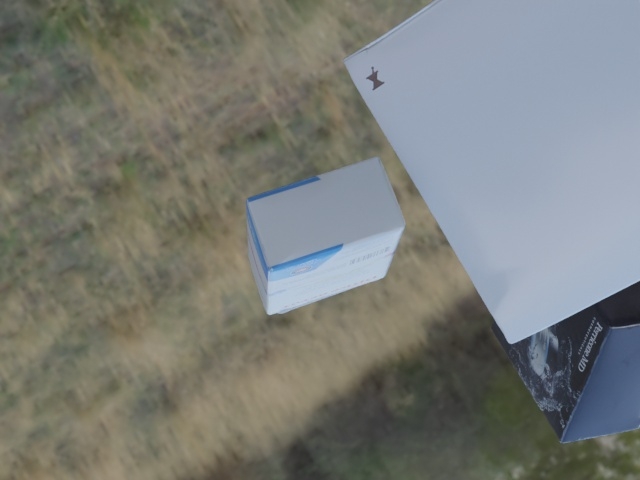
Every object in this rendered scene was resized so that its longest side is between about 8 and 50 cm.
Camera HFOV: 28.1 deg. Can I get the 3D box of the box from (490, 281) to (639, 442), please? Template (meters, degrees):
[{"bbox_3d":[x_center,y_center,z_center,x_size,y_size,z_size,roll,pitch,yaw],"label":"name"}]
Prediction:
[{"bbox_3d":[0.249,0.076,1.198,0.093,0.158,0.156,-7,133,-21],"label":"box"}]

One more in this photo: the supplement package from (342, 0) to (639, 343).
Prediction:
[{"bbox_3d":[0.189,-0.096,0.766,0.262,0.204,0.145,-31,178,28],"label":"supplement package"}]

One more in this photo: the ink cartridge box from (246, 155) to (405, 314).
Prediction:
[{"bbox_3d":[0.000,0.000,0.820,0.089,0.052,0.122,-18,165,-8],"label":"ink cartridge box"}]
